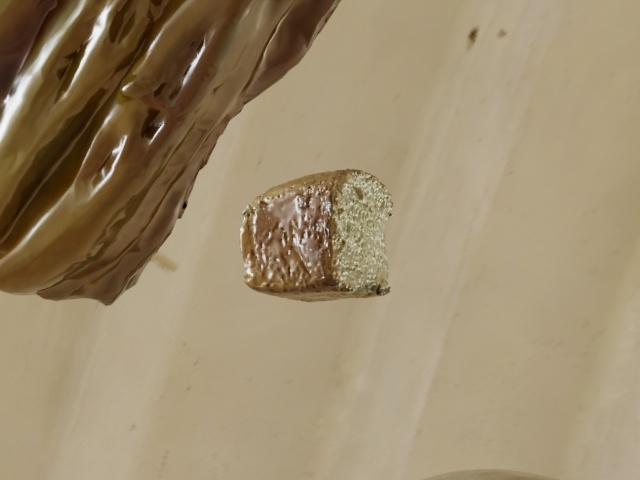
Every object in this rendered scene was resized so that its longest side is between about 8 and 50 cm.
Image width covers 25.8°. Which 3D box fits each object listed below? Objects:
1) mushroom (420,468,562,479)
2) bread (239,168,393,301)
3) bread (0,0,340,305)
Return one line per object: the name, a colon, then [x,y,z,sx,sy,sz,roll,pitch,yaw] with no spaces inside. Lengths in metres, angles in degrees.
mushroom: [0.131,0.307,0.955,0.297,0.290,0.298,0,-93,-8]
bread: [-0.001,-0.002,0.850,0.070,0.083,0.077,-3,-96,28]
bread: [-0.063,-0.152,0.468,0.167,0.324,0.277,32,-71,-14]
